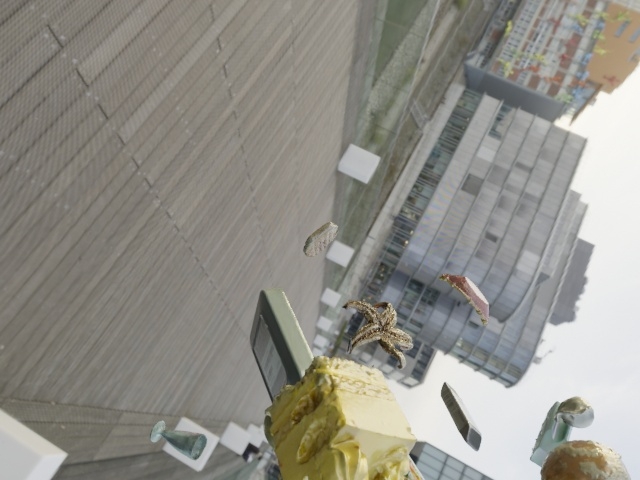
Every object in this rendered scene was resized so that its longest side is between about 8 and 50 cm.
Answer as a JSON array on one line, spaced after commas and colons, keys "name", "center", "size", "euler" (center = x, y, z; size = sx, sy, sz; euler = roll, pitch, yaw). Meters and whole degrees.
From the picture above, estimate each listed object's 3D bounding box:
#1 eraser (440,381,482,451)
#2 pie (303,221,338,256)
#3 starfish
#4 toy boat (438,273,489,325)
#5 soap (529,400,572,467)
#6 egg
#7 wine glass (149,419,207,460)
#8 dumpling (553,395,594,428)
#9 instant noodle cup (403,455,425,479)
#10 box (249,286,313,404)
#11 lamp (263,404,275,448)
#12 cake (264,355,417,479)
[{"name": "eraser", "center": [0.565, 0.705, 1.891], "size": [0.061, 0.089, 0.352], "euler": [-43, -166, 8]}, {"name": "pie", "center": [0.000, 0.000, 2.081], "size": [0.195, 0.046, 0.195], "euler": [-38, 158, -18]}, {"name": "starfish", "center": [0.224, 0.357, 1.776], "size": [0.303, 0.312, 0.113], "euler": [-9, 147, -40]}, {"name": "toy boat", "center": [0.699, 0.260, 2.184], "size": [0.099, 0.318, 0.141], "euler": [-43, -179, 29]}, {"name": "soap", "center": [0.886, 0.749, 1.774], "size": [0.230, 0.091, 0.145], "euler": [-41, 146, -39]}, {"name": "egg", "center": [0.762, 0.689, 1.349], "size": [0.245, 0.203, 0.203], "euler": [-31, 179, 15]}, {"name": "wine glass", "center": [-0.417, 0.581, 1.365], "size": [0.073, 0.155, 0.073], "euler": [13, 90, -71]}, {"name": "dumpling", "center": [0.910, 0.622, 1.683], "size": [0.188, 0.127, 0.108], "euler": [74, 13, -64]}, {"name": "instant noodle cup", "center": [0.244, 0.818, 1.559], "size": [0.230, 0.182, 0.230], "euler": [-39, 167, -10]}, {"name": "box", "center": [-0.138, 0.391, 1.553], "size": [0.091, 0.373, 0.367], "euler": [-11, 142, -27]}, {"name": "lamp", "center": [-0.132, 0.782, 1.988], "size": [0.250, 0.250, 0.284], "euler": [-61, 156, -15]}, {"name": "cake", "center": [0.046, 0.423, 0.976], "size": [0.222, 0.228, 0.286], "euler": [-55, -147, 19]}]
